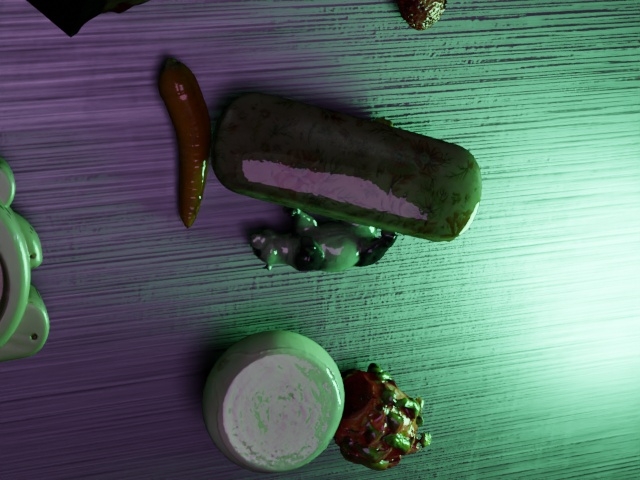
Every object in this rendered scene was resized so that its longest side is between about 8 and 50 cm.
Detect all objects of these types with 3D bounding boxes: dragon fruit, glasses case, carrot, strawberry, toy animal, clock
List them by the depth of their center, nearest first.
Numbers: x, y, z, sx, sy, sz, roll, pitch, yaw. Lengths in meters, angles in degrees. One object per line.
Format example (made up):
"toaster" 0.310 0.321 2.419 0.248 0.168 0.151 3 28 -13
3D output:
"clock" -0.540 0.038 1.783 0.284 0.114 0.310 -8 111 -16
"carrot" -0.193 -0.145 1.868 0.066 0.062 0.271 -37 129 -41
"glasses case" 0.044 -0.109 1.895 0.425 0.098 0.157 13 84 -15
"strawberry" 0.153 -0.361 1.900 0.083 0.083 0.096 -27 146 -8
"toy animal" 0.000 0.000 1.970 0.225 0.094 0.121 -8 150 -21
"dragon fruit" 0.098 0.300 2.109 0.172 0.160 0.167 50 52 -43

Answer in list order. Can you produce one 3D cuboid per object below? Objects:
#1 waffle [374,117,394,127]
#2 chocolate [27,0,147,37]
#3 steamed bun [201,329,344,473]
"waffle" 0.139 -0.102 2.012 0.192 0.046 0.161 13 97 -28
"chocolate" -0.213 -0.473 1.591 0.331 0.383 0.384 -13 115 -30
"steamed bun" -0.081 0.253 2.015 0.231 0.145 0.232 -3 100 -17
